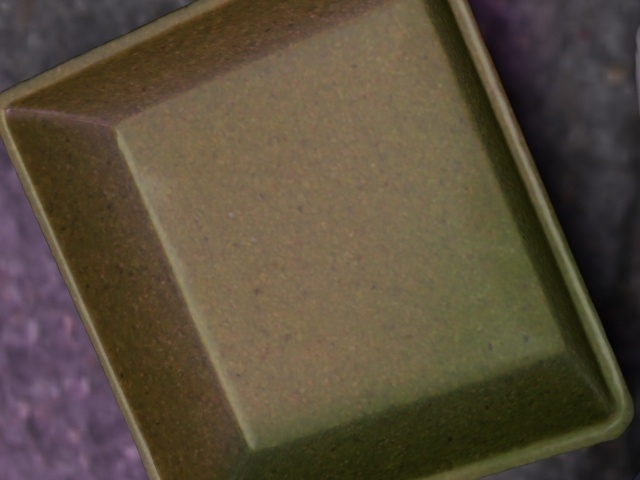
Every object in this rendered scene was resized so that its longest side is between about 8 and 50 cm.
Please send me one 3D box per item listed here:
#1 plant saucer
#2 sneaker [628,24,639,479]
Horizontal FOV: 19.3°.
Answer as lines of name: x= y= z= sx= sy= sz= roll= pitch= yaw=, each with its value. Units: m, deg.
plant saucer: x=0.000 y=0.000 z=0.669 sx=0.188 sy=0.045 sz=0.188 roll=-21 pitch=94 yaw=28
sneaker: x=0.122 y=0.048 z=0.550 sx=0.322 sy=0.130 sz=0.236 roll=-20 pitch=102 yaw=41
